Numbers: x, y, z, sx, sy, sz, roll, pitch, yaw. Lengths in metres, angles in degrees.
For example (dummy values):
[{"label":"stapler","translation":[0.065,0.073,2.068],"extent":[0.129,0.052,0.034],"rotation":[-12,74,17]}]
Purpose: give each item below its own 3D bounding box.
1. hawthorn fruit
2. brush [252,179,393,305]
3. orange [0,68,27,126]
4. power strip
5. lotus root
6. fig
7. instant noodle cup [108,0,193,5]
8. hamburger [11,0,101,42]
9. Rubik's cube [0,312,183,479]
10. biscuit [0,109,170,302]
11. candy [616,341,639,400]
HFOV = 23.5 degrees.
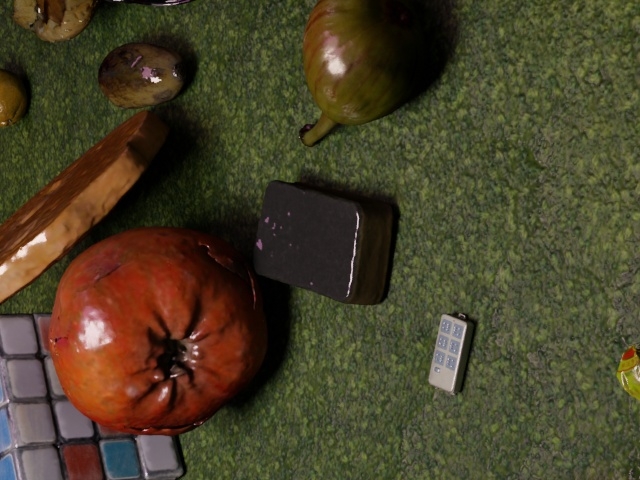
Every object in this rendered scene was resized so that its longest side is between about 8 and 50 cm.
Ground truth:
[{"label":"hawthorn fruit","translation":[-0.214,0.106,1.944],"extent":[0.307,0.276,0.276],"rotation":[-159,75,-73]},{"label":"brush","translation":[0.000,0.000,1.827],"extent":[0.197,0.059,0.123],"rotation":[16,98,49]},{"label":"orange","translation":[-0.499,-0.222,2.402],"extent":[0.085,0.085,0.095],"rotation":[-48,62,36]},{"label":"power strip","translation":[0.144,0.124,1.686],"extent":[0.040,0.016,0.090],"rotation":[21,104,47]},{"label":"lotus root","translation":[-0.248,-0.228,2.112],"extent":[0.179,0.080,0.089],"rotation":[-1,88,50]},{"label":"fig","translation":[0.016,-0.179,1.759],"extent":[0.259,0.151,0.151],"rotation":[-48,54,41]},{"label":"instant noodle cup","translation":[-0.220,-0.408,2.039],"extent":[0.208,0.177,0.126],"rotation":[-10,64,30]},{"label":"hamburger","translation":[-0.365,-0.424,2.191],"extent":[0.285,0.134,0.265],"rotation":[-102,20,-56]},{"label":"Rubik's cube","translation":[-0.377,0.257,2.106],"extent":[0.256,0.253,0.259],"rotation":[-35,64,43]},{"label":"biscuit","translation":[-0.354,-0.023,2.050],"extent":[0.385,0.062,0.365],"rotation":[-39,14,10]},{"label":"candy","translation":[0.332,0.188,1.448],"extent":[0.058,0.062,0.194],"rotation":[-18,80,2]}]
